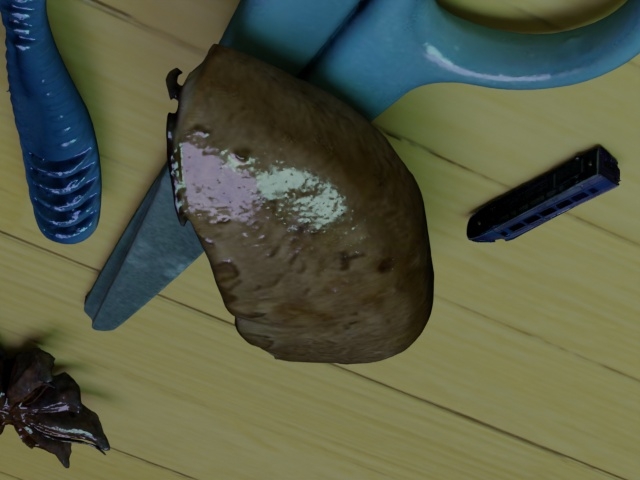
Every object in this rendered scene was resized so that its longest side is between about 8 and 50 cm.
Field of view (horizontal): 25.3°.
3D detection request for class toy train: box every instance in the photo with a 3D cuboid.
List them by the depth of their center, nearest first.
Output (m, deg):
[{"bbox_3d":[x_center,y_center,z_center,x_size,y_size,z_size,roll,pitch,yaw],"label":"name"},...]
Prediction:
[{"bbox_3d":[0.100,-0.017,0.648,0.017,0.017,0.083,27,143,-30],"label":"toy train"}]

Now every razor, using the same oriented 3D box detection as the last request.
[{"bbox_3d":[-0.121,-0.082,0.610,0.081,0.042,0.253,12,145,5],"label":"razor"}]

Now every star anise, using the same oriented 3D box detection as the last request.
[{"bbox_3d":[-0.196,0.095,0.874,0.141,0.042,0.141,7,147,5],"label":"star anise"}]

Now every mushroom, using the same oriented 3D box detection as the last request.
[{"bbox_3d":[0.000,0.001,0.613,0.094,0.072,0.210,-5,147,7],"label":"mushroom"}]

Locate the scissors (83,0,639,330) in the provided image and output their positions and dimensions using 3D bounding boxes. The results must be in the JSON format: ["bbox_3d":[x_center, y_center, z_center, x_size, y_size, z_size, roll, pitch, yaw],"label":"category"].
[{"bbox_3d":[-0.031,-0.049,0.637,0.192,0.029,0.447,26,144,-15],"label":"scissors"}]
